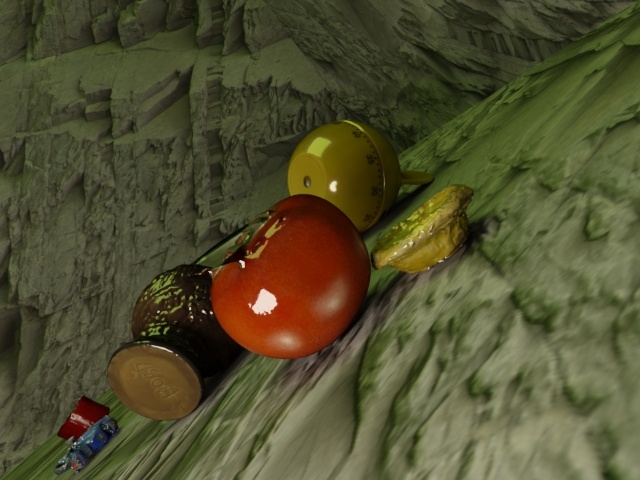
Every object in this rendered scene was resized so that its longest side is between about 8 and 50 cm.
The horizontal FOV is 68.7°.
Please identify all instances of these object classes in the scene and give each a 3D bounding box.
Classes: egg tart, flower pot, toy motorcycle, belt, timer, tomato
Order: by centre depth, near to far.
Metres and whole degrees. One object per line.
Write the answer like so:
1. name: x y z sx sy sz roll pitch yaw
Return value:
1. egg tart: 0.161 -0.008 0.720 0.191 0.074 0.191 -39 5 4
2. tomato: -0.046 0.056 0.720 0.256 0.224 0.256 -48 7 7
3. flower pot: -0.304 0.222 1.011 0.267 0.266 0.267 -36 17 20
4. toy motorcycle: -0.621 0.546 1.268 0.114 0.076 0.205 -28 10 26
5. timer: 0.103 -0.188 1.418 0.387 0.376 0.376 -14 -12 -39
6. belt: -0.746 0.583 1.493 0.201 0.124 0.128 -39 23 46

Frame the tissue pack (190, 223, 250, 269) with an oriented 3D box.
1. tissue pack: -0.282 0.139 1.454 0.264 0.253 0.417 -42 9 -29
